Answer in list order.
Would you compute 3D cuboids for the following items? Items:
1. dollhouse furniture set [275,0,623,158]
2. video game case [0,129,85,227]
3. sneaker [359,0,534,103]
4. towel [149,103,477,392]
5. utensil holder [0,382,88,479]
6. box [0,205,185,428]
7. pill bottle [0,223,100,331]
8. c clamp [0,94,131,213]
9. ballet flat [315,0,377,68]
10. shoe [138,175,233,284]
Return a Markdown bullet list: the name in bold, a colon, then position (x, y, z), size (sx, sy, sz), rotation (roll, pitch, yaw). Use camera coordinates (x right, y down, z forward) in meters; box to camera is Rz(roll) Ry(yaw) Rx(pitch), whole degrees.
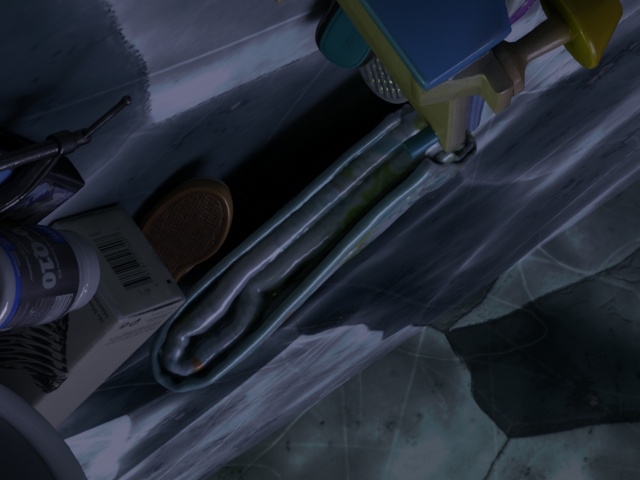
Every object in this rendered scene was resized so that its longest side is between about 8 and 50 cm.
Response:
- **dollhouse furniture set**: position (0.064, -0.191, 0.928), size (0.198, 0.303, 0.286), rotation (-34, 168, -3)
- **video game case**: position (-0.323, 0.015, 1.312), size (0.275, 0.035, 0.248), rotation (-37, 168, 6)
- **sneaker**: position (0.139, -0.226, 1.528), size (0.161, 0.102, 0.282), rotation (-34, 179, -25)
- **towel**: position (0.000, 0.000, 1.865), size (0.374, 0.090, 0.320), rotation (-41, 177, 10)
- **utensil holder**: position (-0.412, 0.319, 1.581), size (0.328, 0.327, 0.385), rotation (-25, 167, -40)
- **box**: position (-0.251, 0.094, 1.640), size (0.275, 0.113, 0.094), rotation (-45, 164, 34)
- **pill bottle**: position (-0.227, 0.027, 1.356), size (0.078, 0.078, 0.137), rotation (-40, 168, 21)
- **c clamp**: position (-0.221, -0.046, 1.243), size (0.161, 0.022, 0.137), rotation (-27, 170, -46)
- **ballet flat**: position (0.055, -0.214, 1.431), size (0.068, 0.072, 0.213), rotation (-61, -174, -35)
- **shoe**: position (-0.142, -0.002, 1.716), size (0.219, 0.077, 0.058), rotation (-51, -155, 46)
